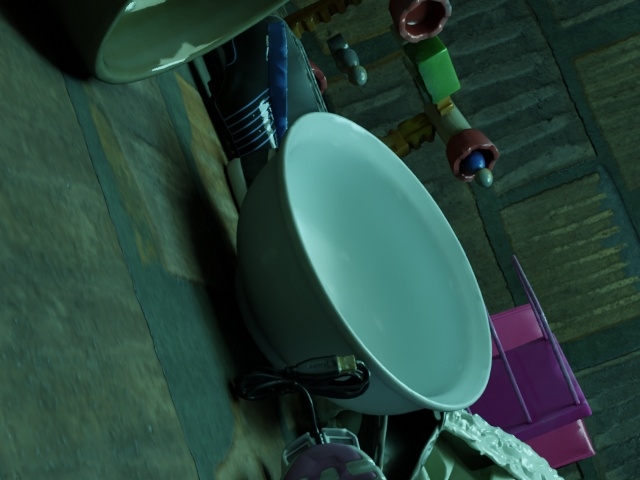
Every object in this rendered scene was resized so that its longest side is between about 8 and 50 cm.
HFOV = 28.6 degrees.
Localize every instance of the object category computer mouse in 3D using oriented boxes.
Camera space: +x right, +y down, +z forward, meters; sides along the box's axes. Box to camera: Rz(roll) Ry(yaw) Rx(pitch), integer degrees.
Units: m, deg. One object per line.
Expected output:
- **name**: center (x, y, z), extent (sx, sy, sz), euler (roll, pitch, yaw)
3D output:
- **computer mouse**: center (-0.001, 0.185, 0.994), extent (0.042, 0.106, 0.193), euler (-161, -120, -73)

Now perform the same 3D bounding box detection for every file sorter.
- **file sorter**: center (0.178, 0.169, 1.701), extent (0.202, 0.291, 0.182), euler (-98, 163, -67)

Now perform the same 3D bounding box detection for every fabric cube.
- **fabric cube**: center (0.261, 0.277, 2.049), extent (0.254, 0.259, 0.258), euler (101, -30, -73)

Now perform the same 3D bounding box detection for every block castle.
- **block castle**: center (0.093, -0.203, 1.987), extent (0.213, 0.303, 0.453), euler (61, 0, 36)

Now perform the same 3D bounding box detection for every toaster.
- **toaster**: center (-0.062, -0.185, 1.577), extent (0.168, 0.110, 0.185), euler (-12, 81, -84)

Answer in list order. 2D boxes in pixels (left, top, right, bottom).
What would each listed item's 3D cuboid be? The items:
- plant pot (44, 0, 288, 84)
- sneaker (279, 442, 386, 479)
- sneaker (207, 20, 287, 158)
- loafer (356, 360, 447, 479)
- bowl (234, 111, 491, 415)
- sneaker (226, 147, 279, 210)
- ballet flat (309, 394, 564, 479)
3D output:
- **plant pot**: center (-0.104, -0.310, 0.847), extent (0.280, 0.323, 0.323), euler (53, 5, 1)
- **sneaker**: center (0.024, 0.265, 0.904), extent (0.104, 0.095, 0.236), euler (76, 0, -77)
- **sneaker**: center (-0.082, -0.134, 1.418), extent (0.081, 0.090, 0.232), euler (-96, -175, -74)
- **loafer**: center (0.084, 0.173, 1.209), extent (0.096, 0.084, 0.267), euler (35, 46, -11)
- **bowl**: center (0.017, 0.042, 1.145), extent (0.298, 0.134, 0.298), euler (40, 32, -32)
- **sneaker**: center (-0.011, -0.004, 1.340), extent (0.079, 0.121, 0.216), euler (3, 67, -83)
- **ballet flat**: center (0.130, 0.252, 1.365), extent (0.409, 0.147, 0.147), euler (39, 18, -23)
